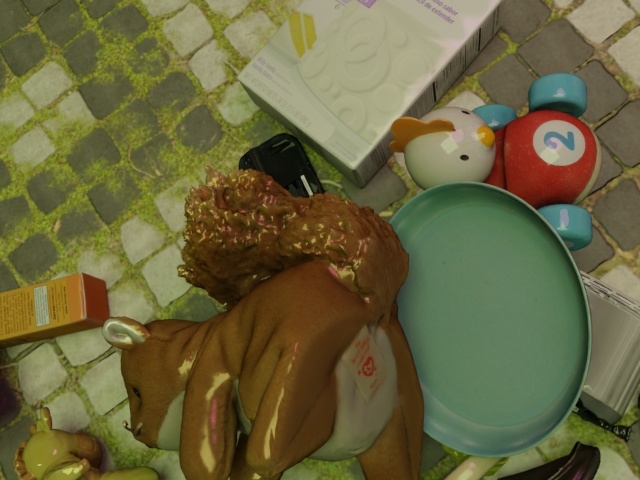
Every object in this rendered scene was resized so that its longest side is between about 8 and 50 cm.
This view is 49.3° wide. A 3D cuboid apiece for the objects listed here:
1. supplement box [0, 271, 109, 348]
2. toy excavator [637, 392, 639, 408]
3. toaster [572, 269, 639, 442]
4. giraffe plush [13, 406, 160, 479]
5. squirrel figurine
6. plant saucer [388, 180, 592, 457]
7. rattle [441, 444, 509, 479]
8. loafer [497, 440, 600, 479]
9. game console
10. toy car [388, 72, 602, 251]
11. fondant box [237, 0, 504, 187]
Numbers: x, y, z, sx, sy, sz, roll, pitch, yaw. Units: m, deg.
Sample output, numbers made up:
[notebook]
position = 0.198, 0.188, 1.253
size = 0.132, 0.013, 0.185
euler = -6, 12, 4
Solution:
[supplement box]
position = -0.448, 0.114, 1.063
size = 0.233, 0.078, 0.080
euler = -15, 75, 8
[toy excavator]
position = 0.620, 0.210, 0.771
size = 0.445, 0.222, 0.433
euler = 8, 78, 0
[toaster]
position = 0.319, 0.128, 0.871
size = 0.227, 0.129, 0.146
euler = 31, 83, 19
[giraffe plush]
position = -0.348, 0.331, 0.959
size = 0.181, 0.210, 0.170
euler = -51, 44, -4
[squirrel figurine]
position = -0.086, 0.115, 0.876
size = 0.370, 0.281, 0.397
euler = -4, 72, 39
[plant saucer]
position = 0.177, 0.090, 0.818
size = 0.317, 0.043, 0.318
euler = 4, 95, 49
[rattle]
position = 0.129, 0.282, 0.864
size = 0.199, 0.130, 0.143
euler = -35, 83, -12
[loafer]
position = 0.253, 0.318, 0.858
size = 0.220, 0.080, 0.078
euler = -39, 64, -10
[game console]
position = 0.000, 0.000, 1.014
size = 0.213, 0.044, 0.361
euler = -27, 74, 3
[toy car]
position = 0.198, -0.107, 0.865
size = 0.210, 0.238, 0.219
euler = -20, 60, 52
[fondant box]
position = 0.074, -0.281, 1.034
size = 0.238, 0.096, 0.330
euler = 40, 87, 18
